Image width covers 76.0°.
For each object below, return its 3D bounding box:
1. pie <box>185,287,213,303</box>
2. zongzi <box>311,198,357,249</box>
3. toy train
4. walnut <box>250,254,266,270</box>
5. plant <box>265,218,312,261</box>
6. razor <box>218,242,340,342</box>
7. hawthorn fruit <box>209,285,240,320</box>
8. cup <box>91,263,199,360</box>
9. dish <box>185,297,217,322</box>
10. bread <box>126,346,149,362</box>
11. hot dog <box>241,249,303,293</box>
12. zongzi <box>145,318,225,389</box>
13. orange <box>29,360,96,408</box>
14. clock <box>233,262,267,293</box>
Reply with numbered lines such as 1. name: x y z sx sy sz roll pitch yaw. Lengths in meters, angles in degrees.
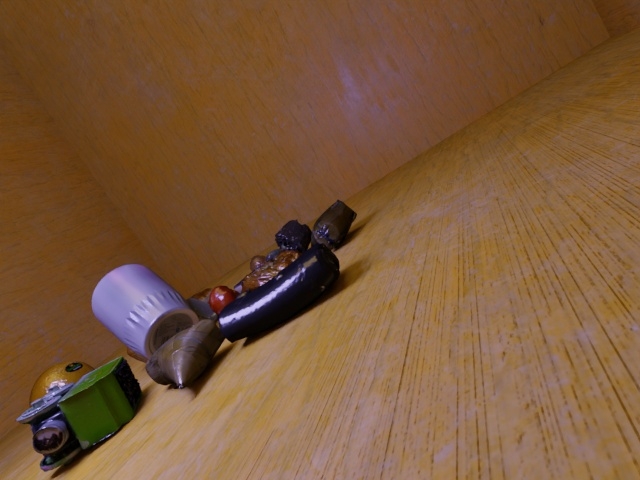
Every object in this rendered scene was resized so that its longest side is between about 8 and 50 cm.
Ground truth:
1. pie: -0.739 0.382 2.330 0.315 0.093 0.315 -32 8 5
2. zongzi: 0.000 0.000 1.577 0.289 0.123 0.260 -47 5 32
3. toy train: -0.613 0.442 1.077 0.248 0.174 0.307 -26 4 -18
4. walnut: -0.308 0.124 2.082 0.105 0.105 0.124 -34 21 -4
5. plant: -0.133 0.048 1.679 0.147 0.148 0.275 91 -162 -44
6. razor: -0.098 0.134 1.036 0.326 0.107 0.189 -33 7 11
7. hawthorn fruit: -0.377 0.233 1.578 0.140 0.125 0.125 -32 7 -5
8. cup: -0.611 0.255 1.450 0.371 0.254 0.253 22 46 37
9. dish: -0.496 0.304 1.671 0.234 0.153 0.064 -109 40 -83
10. bread: -0.660 0.396 1.653 0.239 0.139 0.240 -33 7 4
11. hot dog: -0.144 0.119 1.309 0.196 0.122 0.272 -39 7 -40
12. zongzi: -0.365 0.327 1.006 0.228 0.115 0.256 -35 17 15
13. orange: -0.893 0.537 1.444 0.236 0.236 0.236 -33 7 5
14. clock: -0.260 0.159 1.744 0.146 0.071 0.192 -30 8 28
